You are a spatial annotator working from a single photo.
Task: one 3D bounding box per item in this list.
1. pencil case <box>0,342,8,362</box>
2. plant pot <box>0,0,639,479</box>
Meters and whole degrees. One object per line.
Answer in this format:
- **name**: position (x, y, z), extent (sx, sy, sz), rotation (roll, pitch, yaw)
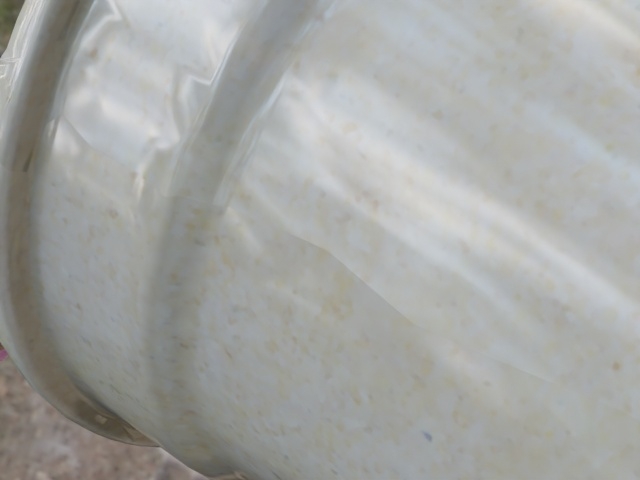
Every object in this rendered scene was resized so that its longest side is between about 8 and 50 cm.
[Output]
- **pencil case**: position (-0.209, -0.019, 1.181), extent (0.386, 0.167, 0.160), rotation (-34, 87, 10)
- **plant pot**: position (0.124, 0.014, 0.452), extent (0.305, 0.334, 0.334), rotation (38, 100, 30)
